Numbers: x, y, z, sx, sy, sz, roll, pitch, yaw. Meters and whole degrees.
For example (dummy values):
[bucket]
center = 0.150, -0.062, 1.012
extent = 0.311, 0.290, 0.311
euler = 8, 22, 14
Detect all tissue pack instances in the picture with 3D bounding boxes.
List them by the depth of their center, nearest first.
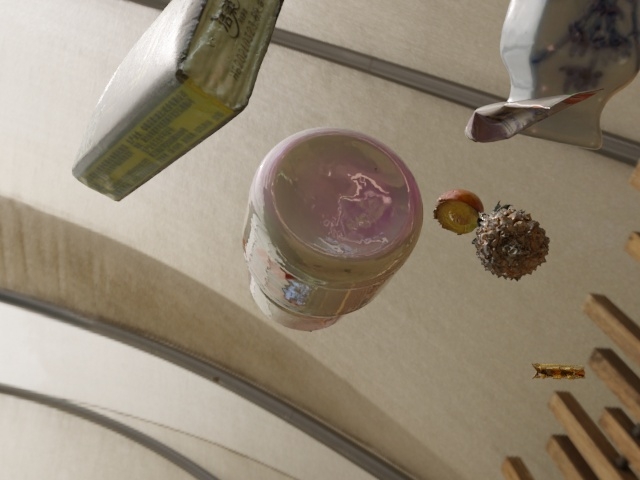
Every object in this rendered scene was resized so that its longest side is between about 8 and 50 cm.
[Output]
[tissue pack]
center = -0.156, -0.166, 0.655
extent = 0.081, 0.185, 0.257
euler = 31, -34, -30

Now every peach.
[peach]
center = 0.256, -0.059, 1.163
extent = 0.098, 0.061, 0.098
euler = 17, -34, 12

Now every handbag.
[handbag]
center = 0.407, 0.225, 1.078
extent = 0.083, 0.027, 0.061
euler = -5, -11, 29

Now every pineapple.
[pineapple]
center = 0.237, 0.006, 0.785
extent = 0.103, 0.221, 0.083
euler = 46, -78, 6

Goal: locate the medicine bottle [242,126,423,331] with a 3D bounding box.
[medicine bottle]
center = 0.000, 0.000, 1.013
extent = 0.256, 0.256, 0.325
euler = -1, -24, -13

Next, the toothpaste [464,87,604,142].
[toothpaste]
center = 0.293, -0.186, 0.943
extent = 0.075, 0.301, 0.048
euler = 9, -91, -12

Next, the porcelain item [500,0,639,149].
[porcelain item]
center = 0.427, -0.363, 1.032
extent = 0.243, 0.178, 0.405
euler = 12, -75, -1
